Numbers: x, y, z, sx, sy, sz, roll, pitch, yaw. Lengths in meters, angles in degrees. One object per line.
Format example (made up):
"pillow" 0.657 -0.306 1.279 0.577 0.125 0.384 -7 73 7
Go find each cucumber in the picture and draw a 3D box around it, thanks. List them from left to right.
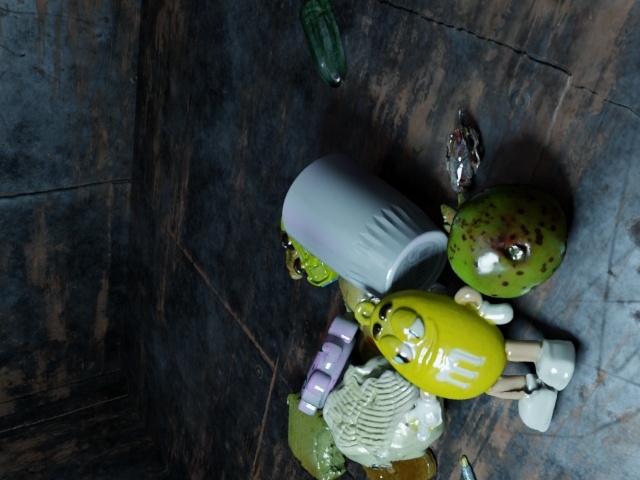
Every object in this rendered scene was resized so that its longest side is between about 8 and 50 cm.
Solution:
"cucumber" 0.006 -0.531 1.659 0.115 0.063 0.243 -34 73 53

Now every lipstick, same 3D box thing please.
"lipstick" 0.365 0.586 1.486 0.037 0.037 0.116 -40 63 51

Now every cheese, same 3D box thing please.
"cheese" 0.089 0.203 1.759 0.060 0.041 0.084 44 153 48

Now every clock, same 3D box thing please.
"clock" 0.020 0.355 1.717 0.090 0.248 0.227 26 141 7

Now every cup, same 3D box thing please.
"cup" 0.102 -0.027 1.446 0.371 0.253 0.253 39 129 39

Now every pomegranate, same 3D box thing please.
"pomegranate" 0.355 -0.029 1.205 0.286 0.231 0.231 -98 22 -51

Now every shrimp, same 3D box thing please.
"shrimp" 0.308 -0.190 1.324 0.075 0.073 0.190 -5 109 12

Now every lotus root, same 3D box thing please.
"lotus root" 0.121 0.136 1.621 0.221 0.118 0.125 -123 11 -52

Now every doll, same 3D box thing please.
"doll" 0.303 0.255 1.264 0.423 0.161 0.348 -10 102 17

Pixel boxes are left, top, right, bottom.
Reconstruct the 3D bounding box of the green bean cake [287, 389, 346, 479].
"green bean cake" 0.001 0.605 1.921 0.233 0.124 0.236 28 121 49

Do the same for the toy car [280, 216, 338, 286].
"toy car" 0.000 0.000 1.742 0.200 0.142 0.247 -28 86 56

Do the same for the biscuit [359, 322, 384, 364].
"biscuit" 0.158 0.287 1.692 0.166 0.036 0.225 37 128 42

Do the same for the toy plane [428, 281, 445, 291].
"toy plane" 0.240 0.174 1.525 0.226 0.058 0.226 37 133 28

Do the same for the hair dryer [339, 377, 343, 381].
"hair dryer" 0.095 0.442 1.820 0.150 0.047 0.071 15 112 59

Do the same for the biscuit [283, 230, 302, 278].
"biscuit" -0.080 0.035 1.934 0.118 0.061 0.183 2 100 53

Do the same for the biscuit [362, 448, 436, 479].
"biscuit" 0.205 0.604 1.700 0.273 0.049 0.257 39 126 40

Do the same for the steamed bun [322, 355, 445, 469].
"steamed bun" 0.180 0.442 1.546 0.320 0.206 0.275 4 71 51
